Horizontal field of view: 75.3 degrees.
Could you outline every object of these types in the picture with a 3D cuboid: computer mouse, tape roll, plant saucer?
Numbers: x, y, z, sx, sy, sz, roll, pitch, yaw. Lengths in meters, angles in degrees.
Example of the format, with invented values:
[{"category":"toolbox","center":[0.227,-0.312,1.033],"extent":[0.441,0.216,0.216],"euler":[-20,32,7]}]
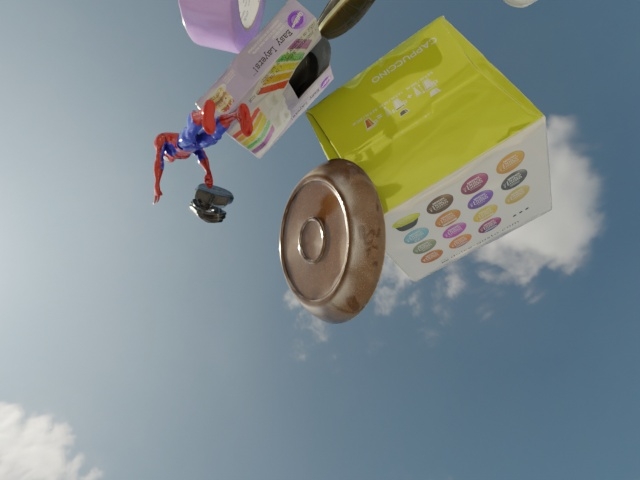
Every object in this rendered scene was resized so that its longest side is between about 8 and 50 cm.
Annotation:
[{"category":"computer mouse","center":[-0.188,-0.058,0.713],"extent":[0.071,0.242,0.041],"euler":[15,-77,-15]},{"category":"tape roll","center":[-0.160,-0.484,0.734],"extent":[0.090,0.275,0.275],"euler":[13,-79,-1]},{"category":"plant saucer","center":[0.000,0.000,0.776],"extent":[0.050,0.310,0.311],"euler":[2,-76,-35]}]

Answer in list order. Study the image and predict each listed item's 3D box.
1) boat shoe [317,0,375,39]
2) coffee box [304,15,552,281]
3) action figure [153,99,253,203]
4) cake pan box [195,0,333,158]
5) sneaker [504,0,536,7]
[{"category":"boat shoe","center":[0.070,-0.491,0.794],"extent":[0.223,0.080,0.073],"euler":[-40,-104,26]},{"category":"coffee box","center":[0.226,-0.171,0.881],"extent":[0.337,0.338,0.334],"euler":[-32,-34,14]},{"category":"action figure","center":[-0.215,-0.135,0.703],"extent":[0.091,0.280,0.139],"euler":[-4,-85,-37]},{"category":"cake pan box","center":[-0.092,-0.307,0.833],"extent":[0.070,0.246,0.267],"euler":[44,-87,7]},{"category":"sneaker","center":[0.225,-0.331,0.374],"extent":[0.090,0.095,0.235],"euler":[18,-38,7]}]
